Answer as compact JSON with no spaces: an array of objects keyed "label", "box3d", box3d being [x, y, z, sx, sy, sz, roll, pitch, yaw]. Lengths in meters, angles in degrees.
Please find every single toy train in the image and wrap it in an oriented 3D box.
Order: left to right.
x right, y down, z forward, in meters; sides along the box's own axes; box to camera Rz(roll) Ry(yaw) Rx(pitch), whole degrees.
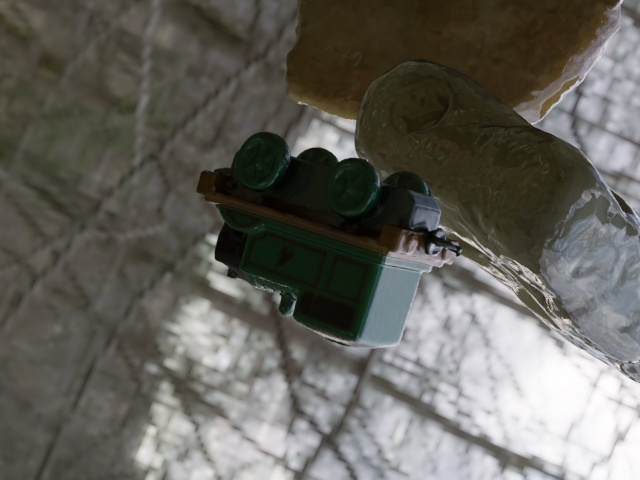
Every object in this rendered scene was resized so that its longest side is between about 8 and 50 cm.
[{"label":"toy train","box3d":[0.000,0.000,1.365,0.091,0.228,0.136,12,93,-58]}]

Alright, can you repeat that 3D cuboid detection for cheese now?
[{"label":"cheese","box3d":[0.200,-0.005,1.718,0.129,0.328,0.351,-49,-144,-3]}]

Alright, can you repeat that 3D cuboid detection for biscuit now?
[{"label":"biscuit","box3d":[0.151,-0.320,2.137,0.104,0.446,0.429,24,89,-57]}]
